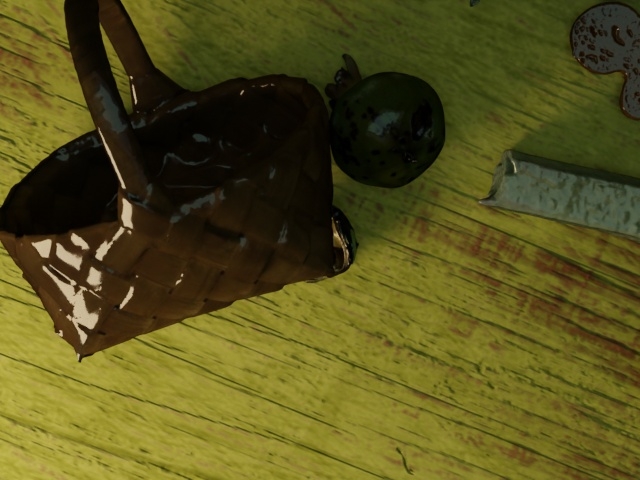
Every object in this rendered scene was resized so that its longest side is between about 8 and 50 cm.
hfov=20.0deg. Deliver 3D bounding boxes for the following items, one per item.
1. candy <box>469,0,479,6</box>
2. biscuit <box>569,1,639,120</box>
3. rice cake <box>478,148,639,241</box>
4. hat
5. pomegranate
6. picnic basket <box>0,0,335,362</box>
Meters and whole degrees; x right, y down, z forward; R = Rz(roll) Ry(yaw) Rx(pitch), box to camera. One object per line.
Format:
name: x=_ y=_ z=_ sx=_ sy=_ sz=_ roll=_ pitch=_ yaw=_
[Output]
candy: x=0.216 y=-0.297 z=1.810 sx=0.182 sy=0.053 sz=0.046 roll=-35 pitch=83 yaw=4
biscuit: x=0.350 y=-0.184 z=1.834 sx=0.205 sy=0.031 sz=0.138 roll=18 pitch=96 yaw=-3
rice cake: x=0.266 y=-0.044 z=1.834 sx=0.207 sy=0.069 sz=0.063 roll=14 pitch=98 yaw=1
hat: x=0.001 y=0.000 z=1.841 sx=0.076 sy=0.059 sz=0.077 roll=-20 pitch=91 yaw=18
pomegranate: x=0.055 y=-0.122 z=1.809 sx=0.122 sy=0.122 sz=0.161 roll=-42 pitch=58 yaw=4
picnic basket: x=-0.164 y=-0.100 z=1.700 sx=0.337 sy=0.293 sz=0.337 roll=-1 pitch=115 yaw=-3
